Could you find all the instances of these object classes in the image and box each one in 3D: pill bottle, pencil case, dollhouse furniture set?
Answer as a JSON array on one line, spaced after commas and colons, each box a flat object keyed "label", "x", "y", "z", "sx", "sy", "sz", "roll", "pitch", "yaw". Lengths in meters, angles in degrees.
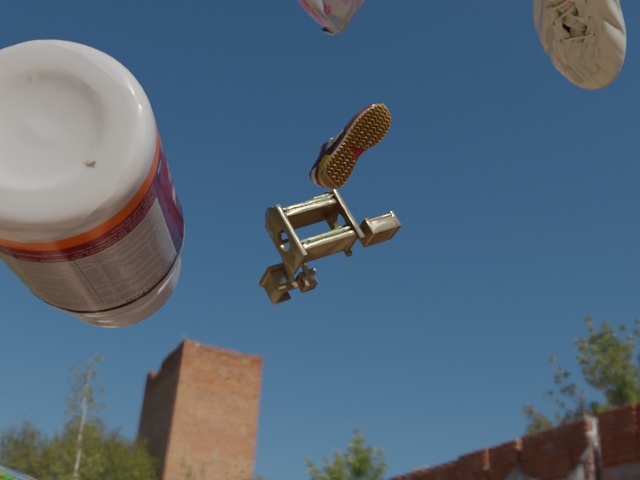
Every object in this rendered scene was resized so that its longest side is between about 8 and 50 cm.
[{"label": "pill bottle", "x": -0.154, "y": -0.020, "z": 0.526, "sx": 0.121, "sy": 0.121, "sz": 0.221, "roll": 4, "pitch": -21, "yaw": -1}, {"label": "pencil case", "x": 0.073, "y": -0.468, "z": 1.317, "sx": 0.273, "sy": 0.113, "sz": 0.124, "roll": -45, "pitch": -50, "yaw": 5}, {"label": "dollhouse furniture set", "x": 0.000, "y": 0.000, "z": 1.261, "sx": 0.182, "sy": 0.101, "sz": 0.161, "roll": -17, "pitch": -24, "yaw": -31}]

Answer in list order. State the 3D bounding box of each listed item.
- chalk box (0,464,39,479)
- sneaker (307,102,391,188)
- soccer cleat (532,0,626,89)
[{"label": "chalk box", "x": -0.399, "y": 0.393, "z": 1.027, "sx": 0.289, "sy": 0.179, "sz": 0.180, "roll": 6, "pitch": -27, "yaw": 35}, {"label": "sneaker", "x": 0.046, "y": -0.174, "z": 1.434, "sx": 0.069, "sy": 0.185, "sz": 0.084, "roll": 47, "pitch": -13, "yaw": -30}, {"label": "soccer cleat", "x": 0.193, "y": -0.207, "z": 0.627, "sx": 0.068, "sy": 0.076, "sz": 0.196, "roll": -12, "pitch": -71, "yaw": 19}]
